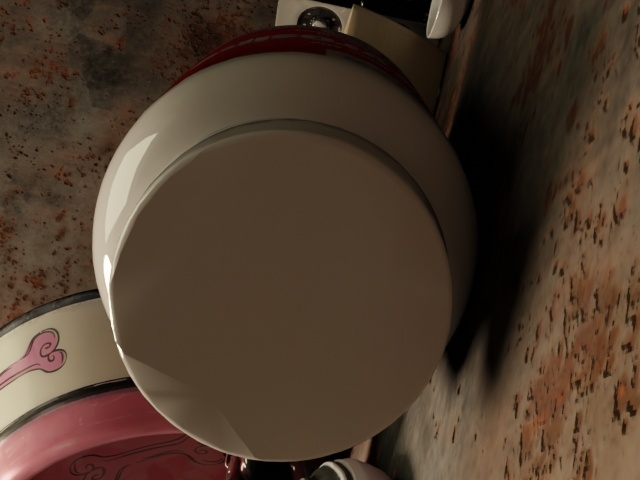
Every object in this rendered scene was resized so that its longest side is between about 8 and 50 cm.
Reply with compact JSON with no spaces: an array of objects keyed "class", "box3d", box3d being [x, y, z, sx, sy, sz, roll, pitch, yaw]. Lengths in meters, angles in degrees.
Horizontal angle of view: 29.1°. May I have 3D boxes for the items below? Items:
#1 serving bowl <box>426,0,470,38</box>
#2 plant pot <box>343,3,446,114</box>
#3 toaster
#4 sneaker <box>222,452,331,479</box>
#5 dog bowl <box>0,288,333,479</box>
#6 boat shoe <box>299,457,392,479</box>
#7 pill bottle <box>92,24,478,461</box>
[{"class":"serving bowl","box3d":[0.116,-0.214,1.066,0.083,0.027,0.083,-167,90,-87]},{"class":"plant pot","box3d":[0.059,-0.144,1.152,0.109,0.096,0.109,130,153,-82]},{"class":"toaster","box3d":[0.038,-0.241,1.291,0.185,0.168,0.110,-82,4,-51]},{"class":"sneaker","box3d":[-0.039,0.132,0.964,0.162,0.106,0.281,72,-179,-72]},{"class":"dog bowl","box3d":[-0.171,0.234,1.221,0.150,0.408,0.408,-106,24,-46]},{"class":"boat shoe","box3d":[-0.018,0.226,0.731,0.335,0.119,0.121,-85,8,-71]},{"class":"pill bottle","box3d":[-0.020,-0.016,0.804,0.407,0.229,0.229,-91,14,-76]}]
